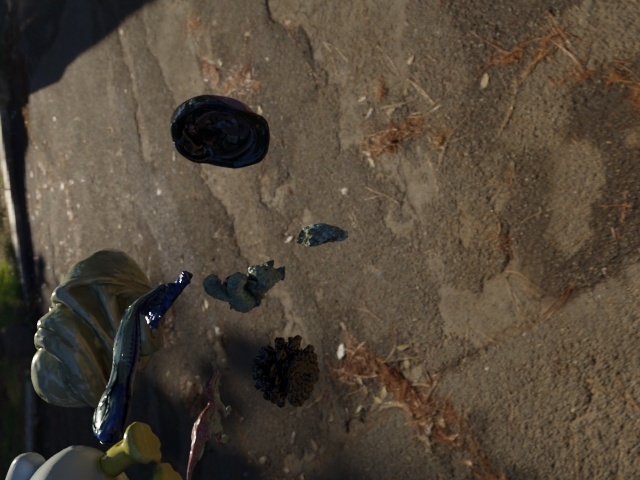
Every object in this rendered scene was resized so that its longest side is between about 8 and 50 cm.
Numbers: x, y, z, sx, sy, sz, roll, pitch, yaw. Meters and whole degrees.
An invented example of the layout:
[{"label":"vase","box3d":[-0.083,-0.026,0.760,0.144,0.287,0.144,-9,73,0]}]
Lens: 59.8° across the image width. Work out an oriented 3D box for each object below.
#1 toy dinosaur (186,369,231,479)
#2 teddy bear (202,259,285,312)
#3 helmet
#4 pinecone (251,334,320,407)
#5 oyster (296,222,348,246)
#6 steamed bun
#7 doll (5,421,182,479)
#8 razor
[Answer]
[{"label":"toy dinosaur","box3d":[-0.259,0.428,1.230,0.053,0.242,0.167,12,142,20]},{"label":"teddy bear","box3d":[-0.167,0.117,1.340,0.133,0.213,0.111,-1,96,37]},{"label":"helmet","box3d":[-0.272,-0.305,1.492,0.154,0.253,0.198,-111,20,-45]},{"label":"pinecone","box3d":[-0.071,0.248,1.070,0.120,0.140,0.140,2,96,35]},{"label":"oyster","box3d":[0.001,0.000,1.215,0.100,0.098,0.037,123,155,-58]},{"label":"steamed bun","box3d":[-0.491,0.217,1.301,0.352,0.247,0.339,-89,17,-69]},{"label":"doll","box3d":[-0.243,0.254,0.434,0.293,0.119,0.138,-35,76,-2]},{"label":"razor","box3d":[-0.212,0.118,0.637,0.093,0.056,0.324,-52,14,11]}]
